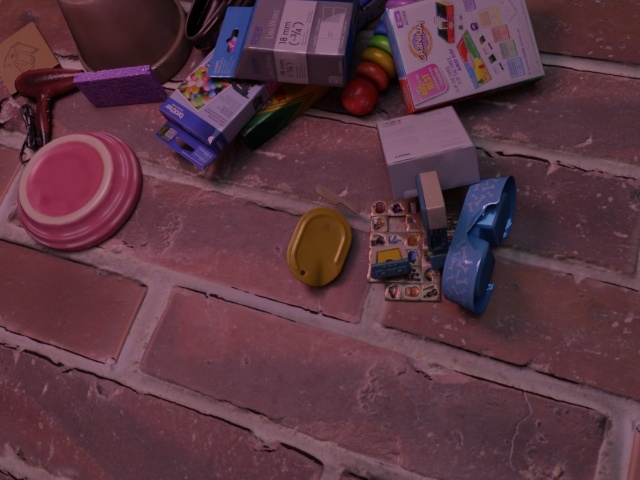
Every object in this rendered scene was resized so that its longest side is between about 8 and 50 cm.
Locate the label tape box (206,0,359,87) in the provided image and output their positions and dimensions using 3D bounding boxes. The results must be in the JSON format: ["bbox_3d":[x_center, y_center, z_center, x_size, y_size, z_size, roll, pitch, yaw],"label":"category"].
[{"bbox_3d":[-0.090,-0.488,1.426,0.333,0.106,0.241,6,62,8],"label":"label tape box"}]

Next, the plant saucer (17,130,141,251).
[{"bbox_3d":[-0.619,-0.139,1.549,0.332,0.084,0.332,-4,69,9],"label":"plant saucer"}]

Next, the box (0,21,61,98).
[{"bbox_3d":[-0.856,-0.521,1.782,0.164,0.021,0.201,-36,67,-4],"label":"box"}]

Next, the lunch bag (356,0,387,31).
[{"bbox_3d":[0.016,-0.668,1.614,0.243,0.115,0.303,-40,68,-8],"label":"lunch bag"}]

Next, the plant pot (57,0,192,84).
[{"bbox_3d":[-0.529,-0.590,1.603,0.323,0.280,0.323,-4,69,10],"label":"plant pot"}]

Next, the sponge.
[{"bbox_3d":[-0.520,-0.400,1.612,0.210,0.117,0.031,-3,66,10],"label":"sponge"}]

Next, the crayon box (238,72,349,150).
[{"bbox_3d":[-0.114,-0.400,1.550,0.318,0.081,0.202,-40,66,-6],"label":"crayon box"}]

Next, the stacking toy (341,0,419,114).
[{"bbox_3d":[0.157,-0.448,1.500,0.141,0.141,0.330,30,84,21],"label":"stacking toy"}]

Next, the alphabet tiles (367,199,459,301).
[{"bbox_3d":[0.205,0.019,1.360,0.198,0.009,0.237,1,69,11],"label":"alphabet tiles"}]

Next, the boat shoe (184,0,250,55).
[{"bbox_3d":[-0.248,-0.653,1.582,0.132,0.130,0.355,24,102,23],"label":"boat shoe"}]

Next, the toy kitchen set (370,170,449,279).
[{"bbox_3d":[0.171,-0.010,1.243,0.166,0.207,0.122,-10,38,8],"label":"toy kitchen set"}]

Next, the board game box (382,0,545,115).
[{"bbox_3d":[0.326,-0.445,1.415,0.316,0.064,0.242,-15,91,-3],"label":"board game box"}]

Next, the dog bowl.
[{"bbox_3d":[0.325,0.002,1.265,0.074,0.166,0.297,13,72,29],"label":"dog bowl"}]

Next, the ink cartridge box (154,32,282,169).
[{"bbox_3d":[-0.249,-0.335,1.477,0.185,0.065,0.311,36,81,22],"label":"ink cartridge box"}]

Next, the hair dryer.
[{"bbox_3d":[-0.754,-0.365,1.686,0.223,0.080,0.293,42,88,8],"label":"hair dryer"}]

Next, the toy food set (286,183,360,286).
[{"bbox_3d":[0.000,0.000,1.383,0.128,0.071,0.218,24,76,-6],"label":"toy food set"}]

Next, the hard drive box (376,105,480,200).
[{"bbox_3d":[0.224,-0.194,1.331,0.181,0.089,0.232,-12,30,7],"label":"hard drive box"}]
